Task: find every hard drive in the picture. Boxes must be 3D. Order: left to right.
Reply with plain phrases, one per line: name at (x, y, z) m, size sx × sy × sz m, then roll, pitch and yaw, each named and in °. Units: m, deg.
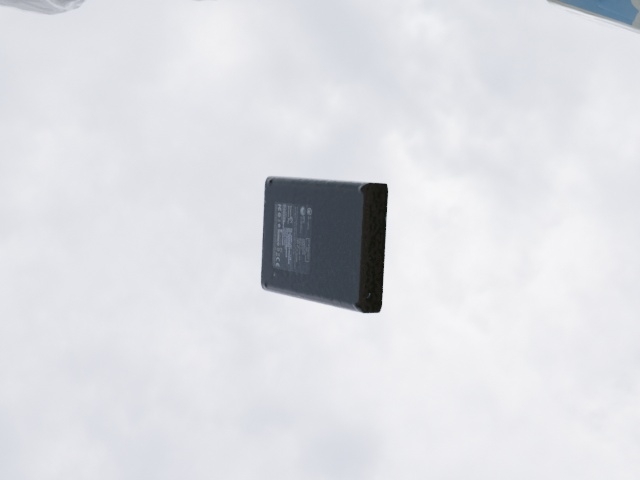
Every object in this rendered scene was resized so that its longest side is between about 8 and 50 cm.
hard drive at (0.000, 0.000, 0.806) m, size 0.022 × 0.135 × 0.094 m, roll 0°, pitch -85°, yaw -35°

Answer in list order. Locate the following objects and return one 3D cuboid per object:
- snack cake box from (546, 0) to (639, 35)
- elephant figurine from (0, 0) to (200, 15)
snack cake box at (0.224, -0.254, 0.630) m, size 0.089 × 0.152 × 0.264 m, roll 21°, pitch -75°, yaw 11°
elephant figurine at (-0.123, -0.147, 0.411) m, size 0.186 × 0.239 × 0.169 m, roll 49°, pitch -131°, yaw -34°
